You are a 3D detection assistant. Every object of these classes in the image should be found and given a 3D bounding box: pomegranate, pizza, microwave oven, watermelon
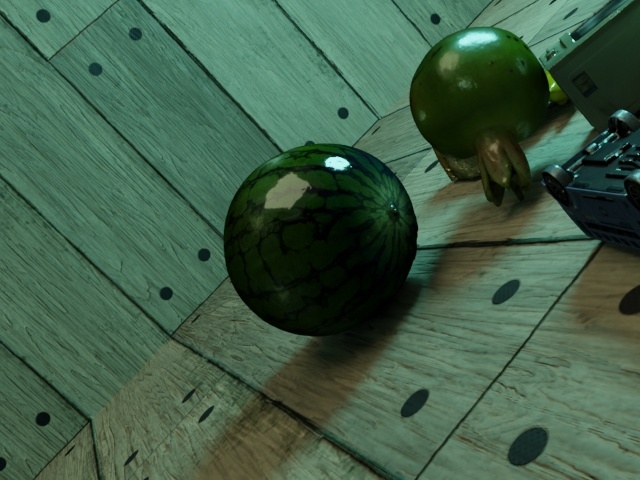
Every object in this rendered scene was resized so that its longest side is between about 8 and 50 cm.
[{"bbox_3d":[0.272,-0.208,1.231,0.236,0.236,0.302,-34,53,40],"label":"pomegranate"},{"bbox_3d":[0.281,-0.190,1.497,0.034,0.181,0.262,-23,32,-12],"label":"pizza"},{"bbox_3d":[0.470,-0.291,1.144,0.205,0.163,0.129,-38,14,22],"label":"microwave oven"},{"bbox_3d":[0.000,0.000,1.305,0.363,0.363,0.363,-42,12,11],"label":"watermelon"}]

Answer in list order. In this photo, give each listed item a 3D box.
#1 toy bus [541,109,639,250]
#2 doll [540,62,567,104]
[{"bbox_3d":[0.358,-0.055,0.783,0.125,0.133,0.292,-38,9,0],"label":"toy bus"},{"bbox_3d":[0.376,-0.293,1.449,0.237,0.111,0.252,2,21,21],"label":"doll"}]
